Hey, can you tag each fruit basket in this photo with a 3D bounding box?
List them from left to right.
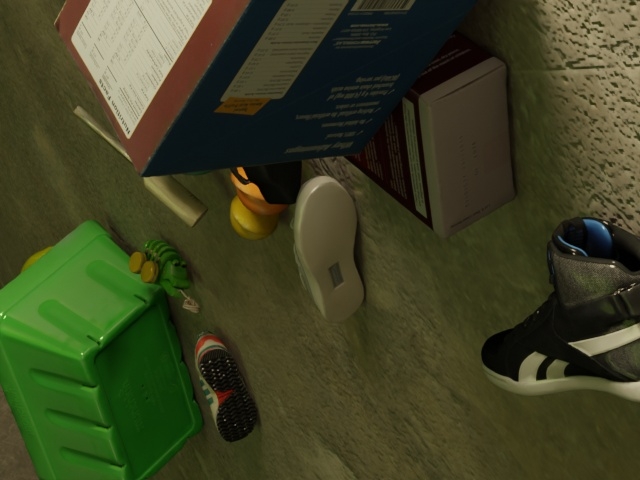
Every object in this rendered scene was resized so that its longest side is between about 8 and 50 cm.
[{"bbox_3d":[-0.368,0.149,2.324,0.392,0.283,0.392,30,144,25],"label":"fruit basket"}]

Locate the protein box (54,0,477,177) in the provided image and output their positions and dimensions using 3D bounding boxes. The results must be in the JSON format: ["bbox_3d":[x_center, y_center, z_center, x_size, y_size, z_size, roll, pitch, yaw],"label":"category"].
[{"bbox_3d":[-0.027,-0.161,1.022,0.201,0.199,0.136,-52,60,40],"label":"protein box"}]

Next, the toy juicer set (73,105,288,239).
[{"bbox_3d":[-0.120,-0.094,1.640,0.209,0.089,0.329,48,161,-17],"label":"toy juicer set"}]

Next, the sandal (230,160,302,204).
[{"bbox_3d":[-0.060,-0.086,1.380,0.254,0.054,0.097,69,-155,-71],"label":"sandal"}]

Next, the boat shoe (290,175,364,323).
[{"bbox_3d":[0.000,0.000,1.495,0.063,0.066,0.184,44,164,37],"label":"boat shoe"}]

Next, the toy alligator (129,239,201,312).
[{"bbox_3d":[-0.191,0.037,2.016,0.189,0.056,0.051,31,104,54],"label":"toy alligator"}]

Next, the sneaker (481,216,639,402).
[{"bbox_3d":[0.176,0.042,1.108,0.217,0.079,0.121,-4,110,59],"label":"sneaker"}]

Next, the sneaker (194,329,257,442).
[{"bbox_3d":[-0.127,0.186,2.065,0.075,0.057,0.161,-118,10,-55],"label":"sneaker"}]

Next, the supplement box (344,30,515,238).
[{"bbox_3d":[0.044,-0.120,1.201,0.239,0.073,0.130,42,153,41],"label":"supplement box"}]
